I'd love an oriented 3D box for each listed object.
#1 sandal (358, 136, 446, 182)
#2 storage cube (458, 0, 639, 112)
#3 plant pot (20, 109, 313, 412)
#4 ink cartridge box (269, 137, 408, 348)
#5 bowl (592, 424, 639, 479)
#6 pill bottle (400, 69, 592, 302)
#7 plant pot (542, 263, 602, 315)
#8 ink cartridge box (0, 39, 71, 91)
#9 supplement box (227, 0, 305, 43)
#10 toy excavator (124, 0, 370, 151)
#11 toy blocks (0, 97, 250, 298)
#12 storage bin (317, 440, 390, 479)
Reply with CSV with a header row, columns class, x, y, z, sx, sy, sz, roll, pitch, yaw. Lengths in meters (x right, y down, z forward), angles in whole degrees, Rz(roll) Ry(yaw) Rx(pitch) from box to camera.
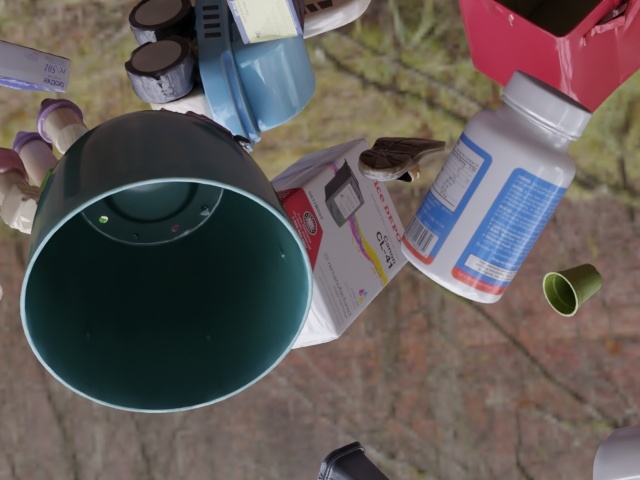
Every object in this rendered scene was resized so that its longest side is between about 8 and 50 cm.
class,x,y,z,sx,sy,sz,roll,pitch,yaw
sandal,0.112,-0.106,1.784,0.090,0.060,0.219,8,-161,18
storage cube,0.305,-0.290,1.611,0.183,0.215,0.193,-43,147,-12
plant pot,-0.172,-0.005,1.360,0.293,0.293,0.235,-5,-144,-10
ink cartridge box,0.000,0.000,1.966,0.131,0.226,0.306,-15,-164,33
bowl,0.343,0.202,1.222,0.142,0.053,0.142,-16,162,38
pill bottle,0.186,-0.057,1.314,0.124,0.221,0.124,28,-165,-8
plant pot,0.442,0.077,2.201,0.079,0.083,0.083,-26,-173,-26
ink cartridge box,-0.417,-0.223,1.564,0.097,0.046,0.207,8,180,36
supplement box,-0.071,-0.314,1.689,0.083,0.056,0.083,-7,142,12
toy excavator,-0.069,-0.331,2.078,0.445,0.222,0.433,-13,-140,4
toy blocks,-0.311,-0.083,1.599,0.288,0.309,0.260,16,-158,-42
storage bin,0.046,0.390,1.928,0.098,0.135,0.091,-13,-143,-43
